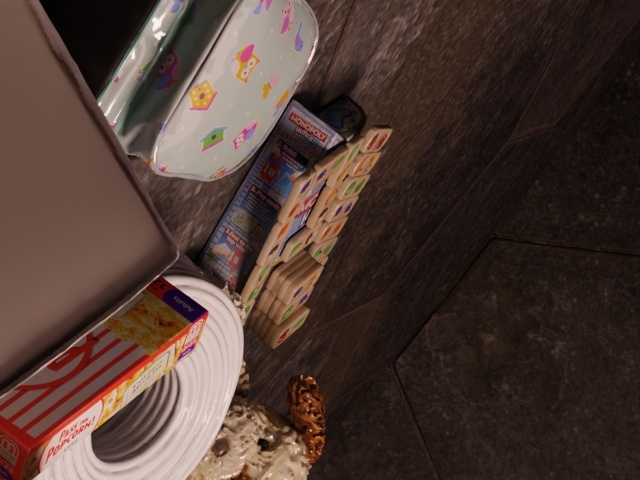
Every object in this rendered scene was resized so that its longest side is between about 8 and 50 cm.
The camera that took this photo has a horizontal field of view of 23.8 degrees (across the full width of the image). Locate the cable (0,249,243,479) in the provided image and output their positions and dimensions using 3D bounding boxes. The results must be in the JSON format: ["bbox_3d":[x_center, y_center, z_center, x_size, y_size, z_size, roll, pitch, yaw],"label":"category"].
[{"bbox_3d":[-0.173,0.124,1.247,0.257,0.089,0.257,-61,147,0],"label":"cable"}]

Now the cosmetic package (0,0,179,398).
[{"bbox_3d":[-0.216,0.025,0.591,0.296,0.129,0.153,-23,-170,44],"label":"cosmetic package"}]

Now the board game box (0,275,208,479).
[{"bbox_3d":[-0.192,0.066,1.033,0.193,0.147,0.045,-39,158,-48],"label":"board game box"}]

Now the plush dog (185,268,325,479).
[{"bbox_3d":[-0.119,0.194,1.459,0.262,0.225,0.210,-49,167,-16],"label":"plush dog"}]

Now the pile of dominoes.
[{"bbox_3d":[0.000,0.000,1.511,0.196,0.040,0.251,-38,162,-47],"label":"pile of dominoes"}]

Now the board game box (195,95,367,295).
[{"bbox_3d":[-0.017,-0.064,1.506,0.194,0.060,0.194,-36,160,-51],"label":"board game box"}]

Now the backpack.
[{"bbox_3d":[-0.087,-0.122,0.927,0.166,0.144,0.188,-61,169,9],"label":"backpack"}]
